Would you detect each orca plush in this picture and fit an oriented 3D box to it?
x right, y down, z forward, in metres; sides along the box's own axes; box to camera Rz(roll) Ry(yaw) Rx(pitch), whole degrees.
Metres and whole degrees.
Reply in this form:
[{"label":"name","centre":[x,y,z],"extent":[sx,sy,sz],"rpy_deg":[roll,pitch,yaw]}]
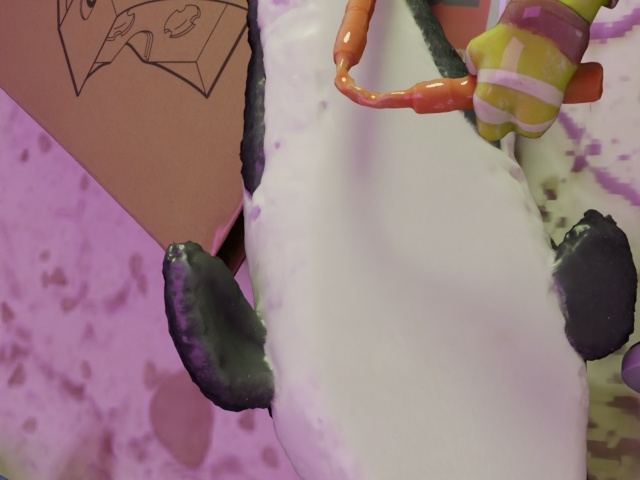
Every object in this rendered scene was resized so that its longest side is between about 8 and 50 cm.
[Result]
[{"label":"orca plush","centre":[0.000,0.000,0.507],"extent":[0.287,0.151,0.102],"rpy_deg":[59,155,12]}]

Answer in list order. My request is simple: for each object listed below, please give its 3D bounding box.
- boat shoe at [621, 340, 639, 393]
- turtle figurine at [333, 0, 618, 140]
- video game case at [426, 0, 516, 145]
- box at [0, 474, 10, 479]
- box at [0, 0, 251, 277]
[{"label":"boat shoe","centre":[0.140,0.026,0.464],"extent":[0.100,0.035,0.035],"rpy_deg":[-17,46,39]},{"label":"turtle figurine","centre":[0.134,-0.131,0.432],"extent":[0.217,0.087,0.269],"rpy_deg":[25,72,25]},{"label":"video game case","centre":[0.009,-0.175,0.594],"extent":[0.204,0.025,0.285],"rpy_deg":[11,91,39]},{"label":"box","centre":[-0.157,0.182,0.665],"extent":[0.109,0.042,0.178],"rpy_deg":[19,96,37]},{"label":"box","centre":[-0.063,-0.102,0.611],"extent":[0.201,0.021,0.164],"rpy_deg":[42,110,33]}]
